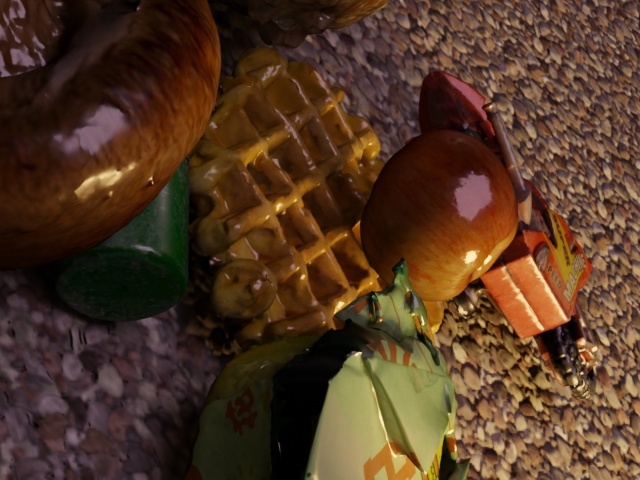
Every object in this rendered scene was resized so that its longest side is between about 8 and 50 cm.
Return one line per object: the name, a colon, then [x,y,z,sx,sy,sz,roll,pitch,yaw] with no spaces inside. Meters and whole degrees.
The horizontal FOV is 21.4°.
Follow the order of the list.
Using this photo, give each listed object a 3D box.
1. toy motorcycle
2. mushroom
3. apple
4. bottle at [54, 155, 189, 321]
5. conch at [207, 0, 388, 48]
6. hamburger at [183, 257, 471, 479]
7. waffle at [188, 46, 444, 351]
toy motorcycle: [0.162,0.004,1.435,0.298,0.089,0.171,56,25,-35]
mushroom: [-0.191,-0.108,1.008,0.263,0.195,0.283,-11,65,-11]
apple: [0.090,-0.020,1.245,0.102,0.126,0.126,38,31,14]
bottle: [-0.137,-0.103,1.172,0.093,0.093,0.330,28,44,-38]
conch: [-0.036,-0.277,1.359,0.297,0.210,0.352,46,-2,17]
hamburger: [0.015,0.128,1.120,0.214,0.125,0.235,4,86,-54]
waffle: [0.000,-0.009,1.288,0.329,0.062,0.329,37,40,-39]
